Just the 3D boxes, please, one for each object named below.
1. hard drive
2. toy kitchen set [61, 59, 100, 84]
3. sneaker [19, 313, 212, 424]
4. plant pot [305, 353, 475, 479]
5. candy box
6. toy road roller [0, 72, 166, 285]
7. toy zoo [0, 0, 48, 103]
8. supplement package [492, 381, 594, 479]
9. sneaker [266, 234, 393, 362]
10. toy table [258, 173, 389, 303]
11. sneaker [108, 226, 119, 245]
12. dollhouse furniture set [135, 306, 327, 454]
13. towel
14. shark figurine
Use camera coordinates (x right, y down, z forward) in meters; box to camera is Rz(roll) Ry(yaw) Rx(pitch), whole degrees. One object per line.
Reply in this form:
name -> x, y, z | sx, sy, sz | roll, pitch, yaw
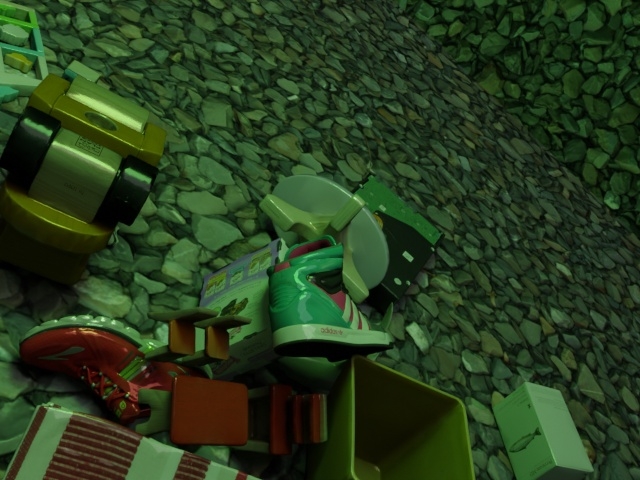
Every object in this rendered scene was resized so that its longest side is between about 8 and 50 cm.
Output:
hard drive -> 0.128, -0.006, 1.601 | 0.237, 0.064, 0.339 | 42, 36, 3
toy kitchen set -> -0.390, -0.185, 1.273 | 0.207, 0.122, 0.166 | 29, 36, -14
sneaker -> -0.272, 0.188, 0.987 | 0.279, 0.107, 0.118 | 21, 44, -24
plant pot -> 0.085, 0.336, 1.074 | 0.212, 0.187, 0.212 | 26, 36, -18
candy box -> -0.116, 0.113, 1.150 | 0.070, 0.164, 0.196 | 49, 27, -33
toy road roller -> -0.381, -0.089, 1.103 | 0.202, 0.241, 0.329 | 26, 22, -19
toy zoo -> -0.613, -0.361, 1.344 | 0.192, 0.030, 0.293 | 7, 46, -38
supplement package -> 0.429, 0.385, 1.406 | 0.105, 0.105, 0.179 | 18, 39, -28
sneaker -> 0.012, 0.086, 1.094 | 0.295, 0.123, 0.179 | 24, 53, -60
toy table -> 0.000, 0.000, 1.352 | 0.274, 0.252, 0.161 | 33, 17, 6
sneaker -> -0.357, -0.025, 1.213 | 0.037, 0.032, 0.083 | 26, 40, -42
dollhouse furniture set -> -0.113, 0.233, 0.967 | 0.259, 0.135, 0.262 | 25, 59, -56
towel -> -0.196, 0.340, 0.780 | 0.329, 0.037, 0.237 | 26, 65, -16
shark figurine -> 0.059, 0.206, 1.264 | 0.278, 0.116, 0.166 | -10, 59, -46
